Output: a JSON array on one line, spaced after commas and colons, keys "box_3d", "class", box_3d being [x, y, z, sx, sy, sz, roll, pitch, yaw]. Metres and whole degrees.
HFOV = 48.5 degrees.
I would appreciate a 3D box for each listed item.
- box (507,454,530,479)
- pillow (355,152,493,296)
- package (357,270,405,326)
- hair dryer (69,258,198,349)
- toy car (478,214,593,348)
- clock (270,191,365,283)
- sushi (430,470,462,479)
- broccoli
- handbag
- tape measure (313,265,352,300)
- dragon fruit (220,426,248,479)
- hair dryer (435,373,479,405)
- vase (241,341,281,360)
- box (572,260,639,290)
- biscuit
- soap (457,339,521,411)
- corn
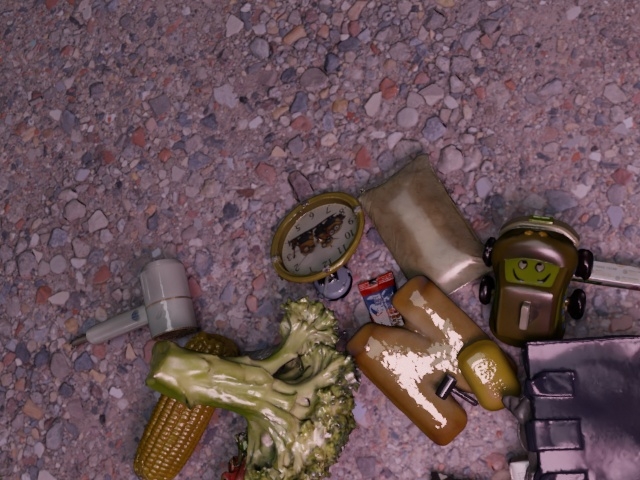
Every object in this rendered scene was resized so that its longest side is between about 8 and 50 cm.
[{"box_3d": [0.512, 0.478, 1.291, 0.299, 0.106, 0.200, -13, 76, 13], "class": "box"}, {"box_3d": [0.218, -0.025, 1.494, 0.185, 0.075, 0.302, -33, 75, 10], "class": "pillow"}, {"box_3d": [0.146, 0.170, 1.506, 0.083, 0.022, 0.200, -21, 73, 11], "class": "package"}, {"box_3d": [-0.458, 0.179, 1.658, 0.357, 0.107, 0.173, -22, 71, 18], "class": "hair dryer"}, {"box_3d": [0.391, 0.094, 1.318, 0.204, 0.198, 0.248, 8, 112, 19], "class": "toy car"}, {"box_3d": [0.000, 0.000, 1.541, 0.237, 0.057, 0.237, -19, 47, 22], "class": "clock"}, {"box_3d": [0.276, 0.571, 1.313, 0.220, 0.047, 0.231, 1, 86, 43], "class": "sushi"}, {"box_3d": [-0.118, 0.326, 1.333, 0.275, 0.397, 0.353, -49, 61, 38], "class": "broccoli"}, {"box_3d": [0.458, 0.333, 1.224, 0.269, 0.118, 0.325, -4, 75, 9], "class": "handbag"}, {"box_3d": [0.025, 0.083, 1.543, 0.091, 0.054, 0.094, -31, 61, 6], "class": "tape measure"}, {"box_3d": [-0.142, 0.500, 1.470, 0.135, 0.137, 0.236, -5, 76, 10], "class": "dragon fruit"}, {"box_3d": [0.268, 0.298, 1.376, 0.083, 0.026, 0.047, 31, 95, -2], "class": "hair dryer"}, {"box_3d": [-0.088, 0.246, 1.536, 0.149, 0.081, 0.081, -27, 73, 7], "class": "vase"}, {"box_3d": [0.566, 0.068, 1.385, 0.207, 0.050, 0.041, 9, 81, 18], "class": "box"}, {"box_3d": [0.219, 0.239, 1.422, 0.237, 0.062, 0.290, -44, 86, 3], "class": "biscuit"}, {"box_3d": [0.323, 0.259, 1.357, 0.089, 0.045, 0.140, -31, 92, 5], "class": "soap"}, {"box_3d": [-0.293, 0.366, 1.548, 0.131, 0.131, 0.344, 25, 89, 20], "class": "corn"}]
